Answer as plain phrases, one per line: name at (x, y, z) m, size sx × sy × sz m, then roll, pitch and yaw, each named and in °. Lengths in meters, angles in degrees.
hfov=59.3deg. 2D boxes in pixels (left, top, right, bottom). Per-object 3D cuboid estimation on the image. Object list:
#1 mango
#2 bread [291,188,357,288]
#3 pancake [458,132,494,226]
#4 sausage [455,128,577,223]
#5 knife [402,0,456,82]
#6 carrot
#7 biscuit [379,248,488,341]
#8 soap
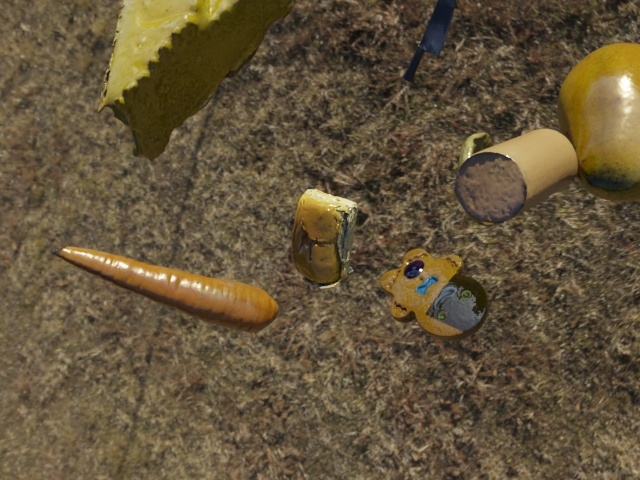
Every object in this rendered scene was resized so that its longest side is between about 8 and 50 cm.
mango at (0.608, -0.231, 1.127) m, size 0.263 × 0.378 × 0.221 m, roll 25°, pitch 148°, yaw -2°
bread at (0.000, 0.000, 0.629) m, size 0.072 × 0.053 × 0.106 m, roll 22°, pitch 121°, yaw 26°
pancake at (0.389, -0.143, 1.369) m, size 0.050 × 0.242 × 0.242 m, roll -6°, pitch 90°, yaw 39°
sausage at (0.349, -0.118, 0.968) m, size 0.123 × 0.253 × 0.123 m, roll 20°, pitch 120°, yaw 38°
knife at (0.262, -0.470, 1.319) m, size 0.060 × 0.028 × 0.230 m, roll 27°, pitch 131°, yaw 5°
carrot at (-0.142, 0.043, 0.530) m, size 0.048 × 0.216 × 0.048 m, roll -54°, pitch 25°, yaw 40°
biscuit at (0.221, 0.102, 1.094) m, size 0.180 × 0.039 × 0.236 m, roll -42°, pitch 44°, yaw -9°
soap at (-0.204, -0.327, 0.986) m, size 0.304 × 0.169 × 0.339 m, roll -4°, pitch 70°, yaw 21°
